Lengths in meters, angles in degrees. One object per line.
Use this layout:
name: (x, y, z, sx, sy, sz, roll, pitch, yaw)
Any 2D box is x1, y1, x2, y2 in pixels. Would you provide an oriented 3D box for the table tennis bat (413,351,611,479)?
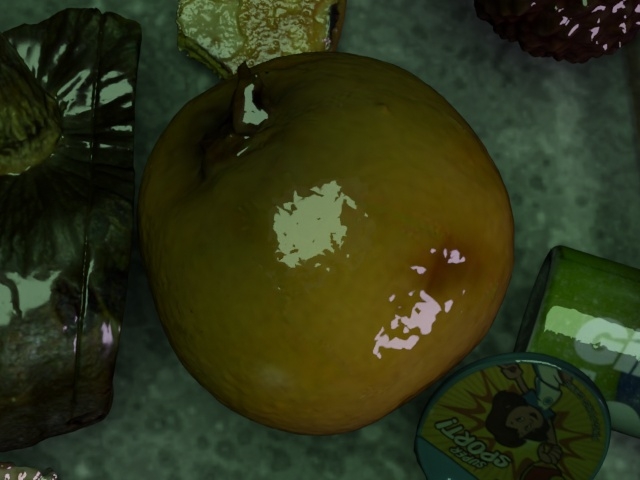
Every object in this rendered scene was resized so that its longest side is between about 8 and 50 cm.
table tennis bat: (0.092, 0.120, 0.985, 0.100, 0.019, 0.155, 39, 118, -14)

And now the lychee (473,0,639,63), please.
lychee: (0.140, -0.200, 0.989, 0.188, 0.188, 0.188, 0, 82, 0)

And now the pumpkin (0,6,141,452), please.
pumpkin: (-0.164, 0.001, 0.957, 0.131, 0.126, 0.248, 1, 100, 0)

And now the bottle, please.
bottle: (0.274, 0.093, 0.994, 0.330, 0.093, 0.093, 17, 82, 2)

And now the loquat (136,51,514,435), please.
loquat: (0.000, 0.000, 0.948, 0.208, 0.208, 0.208, 0, 82, 0)

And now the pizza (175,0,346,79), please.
pizza: (-0.033, -0.151, 1.056, 0.099, 0.036, 0.160, 5, 81, 0)

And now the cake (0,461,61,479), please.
cake: (-0.259, 0.182, 0.988, 0.287, 0.135, 0.098, -2, 76, -21)
